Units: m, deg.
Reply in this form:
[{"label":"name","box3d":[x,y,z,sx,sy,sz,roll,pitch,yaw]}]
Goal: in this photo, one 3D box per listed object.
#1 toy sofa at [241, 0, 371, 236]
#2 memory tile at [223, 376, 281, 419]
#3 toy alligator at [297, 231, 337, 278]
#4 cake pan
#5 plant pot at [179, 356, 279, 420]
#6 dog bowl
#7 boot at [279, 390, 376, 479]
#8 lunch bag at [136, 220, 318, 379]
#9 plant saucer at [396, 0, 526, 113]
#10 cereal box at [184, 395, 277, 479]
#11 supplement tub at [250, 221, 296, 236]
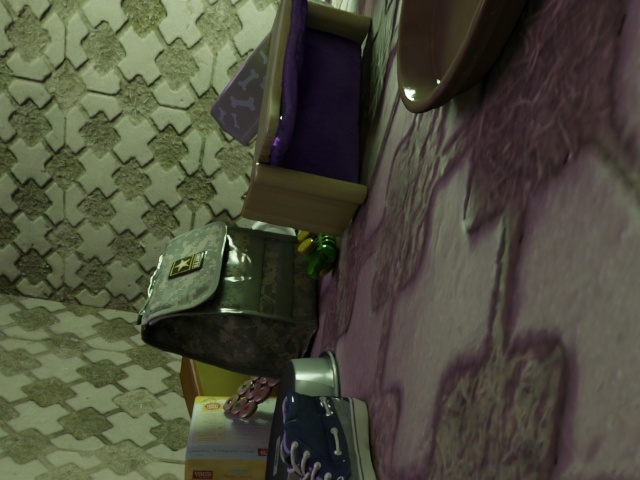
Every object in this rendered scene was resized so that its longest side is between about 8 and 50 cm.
[{"label":"toy sofa","box3d":[-0.007,-0.202,0.972,0.177,0.150,0.362,119,159,-53]},{"label":"memory tile","box3d":[-0.109,0.260,1.235,0.148,0.012,0.113,-45,19,-23]},{"label":"toy alligator","box3d":[0.000,0.000,1.057,0.051,0.056,0.189,-34,22,13]},{"label":"cake pan","box3d":[-0.032,0.292,0.922,0.293,0.054,0.293,-171,90,-82]},{"label":"plant pot","box3d":[-0.181,0.321,1.445,0.212,0.212,0.187,109,155,-50]},{"label":"dog bowl","box3d":[-0.088,-0.342,1.360,0.349,0.102,0.349,-49,11,13]},{"label":"boot","box3d":[0.003,0.222,0.642,0.190,0.086,0.069,-95,17,-60]},{"label":"lunch bag","box3d":[-0.157,0.093,1.184,0.235,0.287,0.169,-91,13,-54]},{"label":"plant saucer","box3d":[0.118,-0.236,0.538,0.278,0.041,0.278,-170,90,-82]},{"label":"cereal box","box3d":[-0.146,0.348,1.212,0.240,0.173,0.047,-113,27,-76]},{"label":"supplement tub","box3d":[-0.124,0.014,1.638,0.190,0.117,0.117,142,137,-79]}]
